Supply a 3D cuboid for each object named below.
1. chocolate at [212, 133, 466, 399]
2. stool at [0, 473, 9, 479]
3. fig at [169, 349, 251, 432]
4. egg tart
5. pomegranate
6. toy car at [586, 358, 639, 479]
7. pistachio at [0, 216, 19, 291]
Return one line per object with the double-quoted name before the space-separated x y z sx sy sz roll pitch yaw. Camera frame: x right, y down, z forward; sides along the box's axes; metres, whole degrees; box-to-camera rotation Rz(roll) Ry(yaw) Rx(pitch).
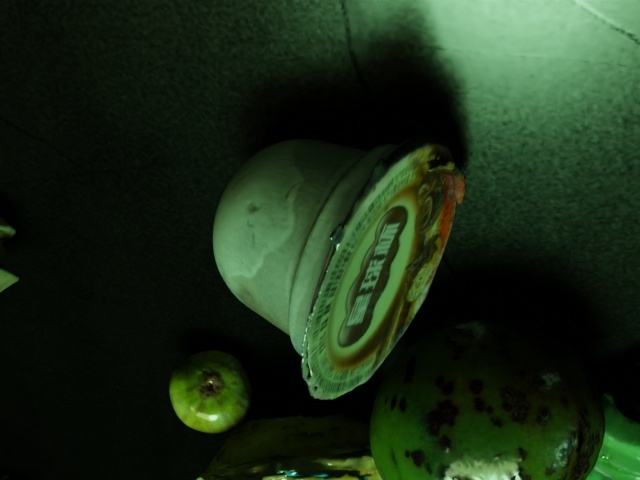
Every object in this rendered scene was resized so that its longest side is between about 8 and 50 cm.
"chocolate" 0.003 -0.005 0.586 0.147 0.221 0.221 31 147 29
"stool" -0.533 0.471 1.328 0.121 0.125 0.217 18 122 -44
"fig" -0.120 0.161 0.884 0.093 0.093 0.166 21 178 -4
"egg tart" -0.022 0.247 0.877 0.291 0.107 0.291 -4 156 -2
"pomegranate" 0.143 0.185 0.678 0.202 0.202 0.247 -14 87 32
"toy car" 0.405 0.224 0.668 0.359 0.176 0.213 0 135 20
"pistachio" -0.397 0.022 0.773 0.226 0.135 0.135 -7 134 19
